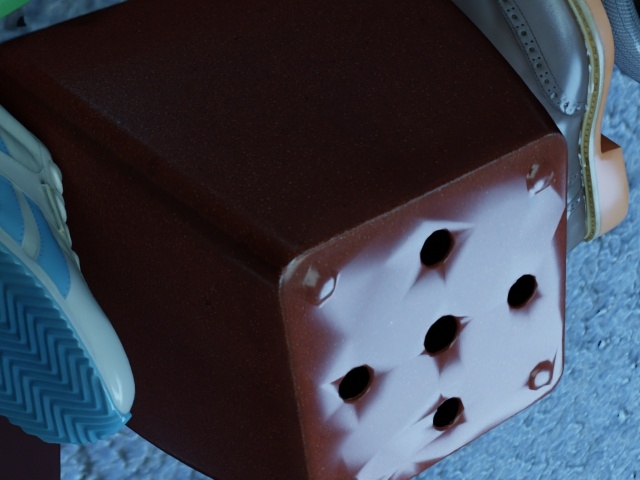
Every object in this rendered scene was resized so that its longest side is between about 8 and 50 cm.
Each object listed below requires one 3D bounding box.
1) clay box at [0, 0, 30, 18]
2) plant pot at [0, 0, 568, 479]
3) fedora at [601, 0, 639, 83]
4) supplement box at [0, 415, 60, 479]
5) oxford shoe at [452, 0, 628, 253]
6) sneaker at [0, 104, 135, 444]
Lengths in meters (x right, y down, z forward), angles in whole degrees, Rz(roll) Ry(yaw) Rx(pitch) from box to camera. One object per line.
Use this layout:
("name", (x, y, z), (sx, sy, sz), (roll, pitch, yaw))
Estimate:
("clay box", (-0.198, -0.125, 0.472), (0.222, 0.127, 0.053), (-40, 144, -28))
("plant pot", (0.000, 0.000, 0.645), (0.267, 0.235, 0.267), (-26, 128, -24))
("fedora", (0.279, -0.237, 0.796), (0.275, 0.124, 0.244), (-15, 121, -20))
("supplement box", (-0.244, 0.134, 0.541), (0.191, 0.194, 0.129), (16, 148, -42))
("oxford shoe", (0.119, -0.103, 0.755), (0.132, 0.130, 0.364), (-34, 130, -7))
("sneaker", (-0.160, -0.003, 0.547), (0.087, 0.229, 0.092), (-35, 179, 33))
